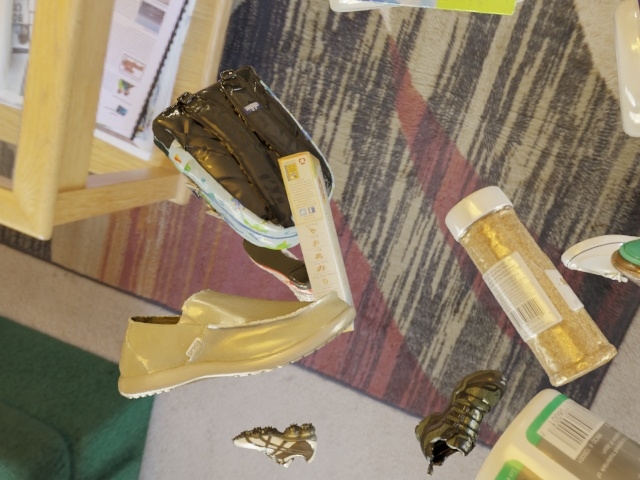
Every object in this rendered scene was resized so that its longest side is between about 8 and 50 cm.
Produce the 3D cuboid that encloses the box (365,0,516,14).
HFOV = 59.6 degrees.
[{"bbox_3d":[0.130,-0.311,0.607,0.178,0.042,0.109,10,133,12],"label":"box"}]

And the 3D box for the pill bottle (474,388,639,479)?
[{"bbox_3d":[0.374,0.359,0.649,0.361,0.204,0.204,34,111,35],"label":"pill bottle"}]

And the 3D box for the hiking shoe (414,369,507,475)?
[{"bbox_3d":[0.272,0.340,1.037,0.086,0.114,0.227,30,113,-17],"label":"hiking shoe"}]

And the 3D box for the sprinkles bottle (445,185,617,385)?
[{"bbox_3d":[0.363,0.074,0.995,0.121,0.121,0.355,-37,67,20],"label":"sprinkles bottle"}]

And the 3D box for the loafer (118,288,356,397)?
[{"bbox_3d":[-0.097,0.092,0.579,0.268,0.102,0.092,-17,88,10],"label":"loafer"}]

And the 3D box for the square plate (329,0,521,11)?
[{"bbox_3d":[0.182,-0.523,0.854,0.347,0.049,0.344,-3,134,1],"label":"square plate"}]

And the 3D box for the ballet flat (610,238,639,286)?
[{"bbox_3d":[0.484,0.050,0.648,0.316,0.107,0.106,-4,117,-5],"label":"ballet flat"}]

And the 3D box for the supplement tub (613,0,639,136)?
[{"bbox_3d":[0.671,-0.309,0.910,0.331,0.241,0.241,-4,100,28],"label":"supplement tub"}]

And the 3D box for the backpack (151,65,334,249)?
[{"bbox_3d":[-0.134,-0.151,1.193,0.355,0.290,0.273,38,148,16],"label":"backpack"}]

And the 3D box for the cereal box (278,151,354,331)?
[{"bbox_3d":[0.000,0.000,0.796,0.047,0.173,0.240,-13,93,5],"label":"cereal box"}]

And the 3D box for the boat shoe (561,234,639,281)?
[{"bbox_3d":[0.649,0.044,1.191,0.258,0.084,0.095,-5,141,-6],"label":"boat shoe"}]

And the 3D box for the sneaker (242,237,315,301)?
[{"bbox_3d":[-0.099,0.080,1.543,0.270,0.145,0.090,31,71,31],"label":"sneaker"}]

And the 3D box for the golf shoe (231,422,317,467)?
[{"bbox_3d":[-0.105,0.466,1.256,0.198,0.077,0.094,-8,83,14],"label":"golf shoe"}]
